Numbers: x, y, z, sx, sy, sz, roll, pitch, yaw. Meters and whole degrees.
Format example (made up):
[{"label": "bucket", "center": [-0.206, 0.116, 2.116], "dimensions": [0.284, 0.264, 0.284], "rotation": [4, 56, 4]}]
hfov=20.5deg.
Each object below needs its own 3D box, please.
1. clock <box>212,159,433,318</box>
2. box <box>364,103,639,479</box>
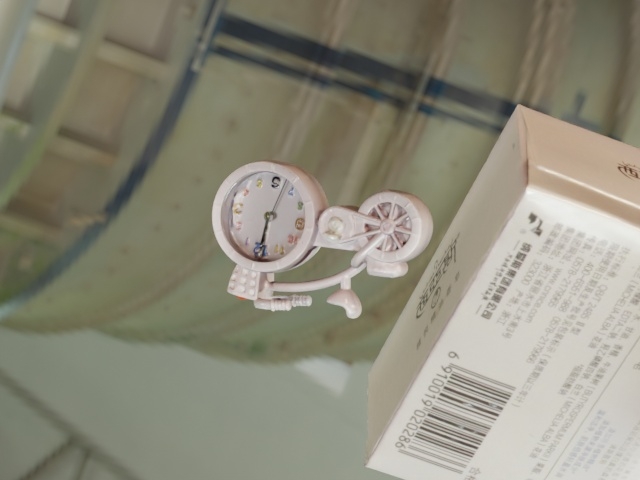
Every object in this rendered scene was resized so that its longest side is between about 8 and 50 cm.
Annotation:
[{"label": "clock", "center": [0.000, 0.000, 1.018], "dimensions": [0.129, 0.087, 0.041], "rotation": [6, -176, 19]}, {"label": "box", "center": [0.175, 0.066, 1.272], "dimensions": [0.203, 0.274, 0.116], "rotation": [19, -146, -11]}]
